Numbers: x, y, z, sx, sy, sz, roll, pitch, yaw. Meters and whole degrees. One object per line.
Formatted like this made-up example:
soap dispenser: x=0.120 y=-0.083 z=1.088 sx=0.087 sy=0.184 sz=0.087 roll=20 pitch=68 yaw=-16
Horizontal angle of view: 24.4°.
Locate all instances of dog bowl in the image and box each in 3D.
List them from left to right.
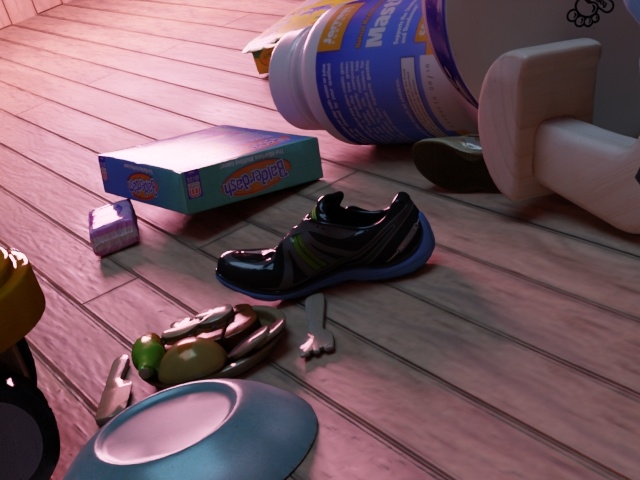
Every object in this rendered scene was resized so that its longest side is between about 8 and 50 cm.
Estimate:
dog bowl: x=0.225 y=-0.214 z=1.292 sx=0.265 sy=0.265 sz=0.104 roll=-20 pitch=17 yaw=0

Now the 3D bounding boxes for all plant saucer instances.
plant saucer: x=-0.099 y=0.139 z=1.008 sx=0.195 sy=0.037 sz=0.195 roll=-17 pitch=20 yaw=6

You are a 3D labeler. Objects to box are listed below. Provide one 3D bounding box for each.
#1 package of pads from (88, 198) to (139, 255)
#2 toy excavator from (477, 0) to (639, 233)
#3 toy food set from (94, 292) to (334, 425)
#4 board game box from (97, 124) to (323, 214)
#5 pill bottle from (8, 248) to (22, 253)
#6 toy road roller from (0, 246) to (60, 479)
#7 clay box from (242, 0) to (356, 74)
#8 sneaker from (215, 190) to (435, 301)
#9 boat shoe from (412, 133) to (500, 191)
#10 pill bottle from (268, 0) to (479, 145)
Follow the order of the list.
package of pads: x=-0.216 y=-0.014 z=1.538 sx=0.050 sy=0.032 sz=0.083 roll=-18 pitch=19 yaw=-4
toy excavator: x=0.278 y=-0.085 z=0.993 sx=0.222 sy=0.445 sz=0.433 roll=-12 pitch=52 yaw=-26
toy food set: x=-0.087 y=0.076 z=1.159 sx=0.192 sy=0.038 sz=0.132 roll=-18 pitch=19 yaw=4
board game box: x=-0.119 y=-0.078 z=1.553 sx=0.160 sy=0.047 sz=0.210 roll=-16 pitch=15 yaw=-28
pill bottle: x=-0.330 y=0.040 z=1.486 sx=0.043 sy=0.043 sz=0.083 roll=-7 pitch=23 yaw=32
toy road roller: x=-0.361 y=0.092 z=1.075 sx=0.329 sy=0.240 sz=0.202 roll=-23 pitch=19 yaw=-10
clay box: x=-0.005 y=-0.289 z=2.043 sx=0.127 sy=0.053 sz=0.222 roll=-7 pitch=24 yaw=32
sneaker: x=0.000 y=0.000 z=1.221 sx=0.188 sy=0.078 sz=0.067 roll=-13 pitch=20 yaw=20
boat shoe: x=0.143 y=-0.071 z=1.329 sx=0.135 sy=0.050 sz=0.045 roll=15 pitch=34 yaw=42
pill bottle: x=0.078 y=-0.174 z=1.505 sx=0.272 sy=0.152 sz=0.152 roll=1 pitch=28 yaw=44
